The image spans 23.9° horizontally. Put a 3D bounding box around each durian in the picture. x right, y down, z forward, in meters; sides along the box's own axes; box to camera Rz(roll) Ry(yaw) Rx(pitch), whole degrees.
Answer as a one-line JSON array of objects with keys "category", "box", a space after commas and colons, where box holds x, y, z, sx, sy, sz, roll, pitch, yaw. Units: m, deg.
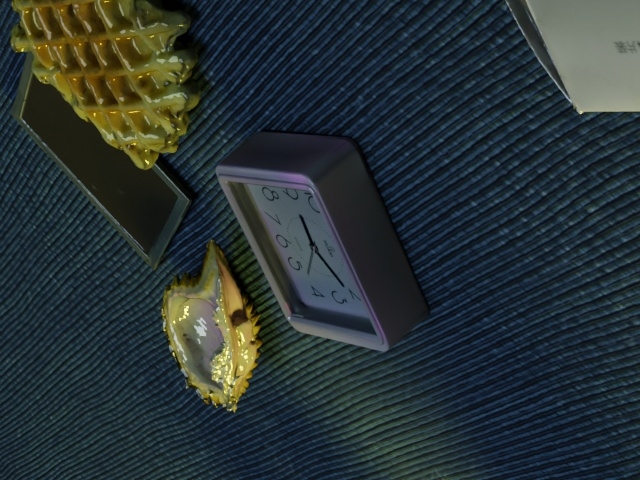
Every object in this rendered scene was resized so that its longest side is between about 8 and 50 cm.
[{"category": "durian", "box": [-0.106, 0.076, 1.621, 0.140, 0.078, 0.224, 46, 143, 33]}]

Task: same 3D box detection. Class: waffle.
[{"category": "waffle", "box": [-0.214, -0.195, 1.469, 0.250, 0.056, 0.261, 42, 145, 16]}]

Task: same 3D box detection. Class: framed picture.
[{"category": "framed picture", "box": [-0.245, -0.096, 1.668, 0.252, 0.014, 0.197, 47, 151, 5]}]

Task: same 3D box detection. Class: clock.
[{"category": "clock", "box": [0.000, 0.000, 1.388, 0.150, 0.063, 0.197, 9, 132, 49]}]

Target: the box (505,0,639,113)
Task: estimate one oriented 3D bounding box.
[{"category": "box", "box": [0.255, -0.164, 0.723, 0.333, 0.173, 0.145, 5, 128, 52]}]
